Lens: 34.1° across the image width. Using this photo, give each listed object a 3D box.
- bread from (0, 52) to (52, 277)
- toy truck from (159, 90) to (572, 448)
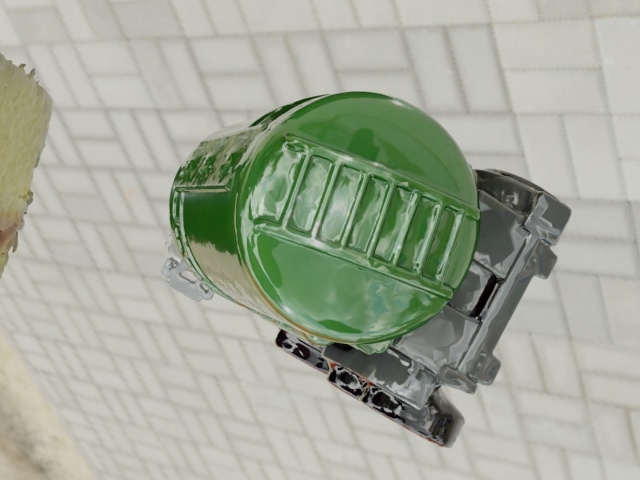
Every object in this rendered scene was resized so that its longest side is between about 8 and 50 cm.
[{"bbox_3d":[-0.298,-0.020,0.755,0.242,0.346,0.405,-7,166,37],"label":"bread"},{"bbox_3d":[0.000,0.000,0.427,0.125,0.101,0.242,29,174,-14],"label":"toy truck"}]
